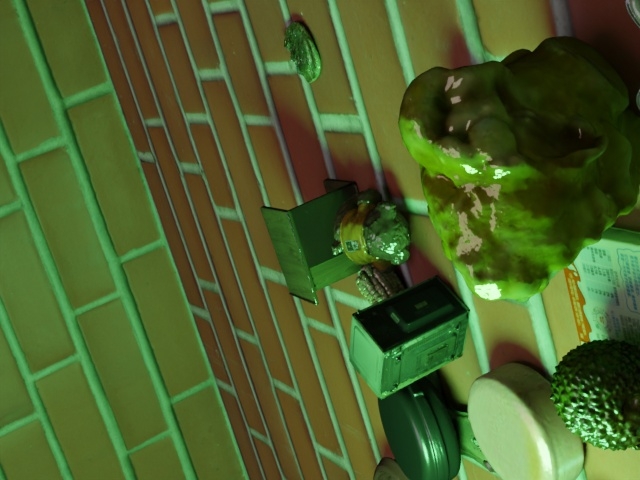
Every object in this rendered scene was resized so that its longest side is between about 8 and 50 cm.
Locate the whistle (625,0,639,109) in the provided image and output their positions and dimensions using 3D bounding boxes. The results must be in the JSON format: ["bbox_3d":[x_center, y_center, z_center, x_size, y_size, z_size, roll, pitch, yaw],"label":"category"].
[{"bbox_3d":[0.414,-0.259,1.198,0.113,0.077,0.236,-2,106,35],"label":"whistle"}]

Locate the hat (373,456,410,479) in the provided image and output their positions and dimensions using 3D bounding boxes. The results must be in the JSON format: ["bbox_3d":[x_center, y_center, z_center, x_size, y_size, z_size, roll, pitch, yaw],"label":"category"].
[{"bbox_3d":[0.207,0.607,2.470,0.205,0.089,0.206,41,142,42],"label":"hat"}]

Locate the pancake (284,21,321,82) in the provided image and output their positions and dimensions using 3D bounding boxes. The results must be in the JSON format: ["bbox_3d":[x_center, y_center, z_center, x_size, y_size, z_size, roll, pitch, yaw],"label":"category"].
[{"bbox_3d":[-0.037,-0.392,2.128,0.130,0.022,0.116,63,155,10],"label":"pancake"}]

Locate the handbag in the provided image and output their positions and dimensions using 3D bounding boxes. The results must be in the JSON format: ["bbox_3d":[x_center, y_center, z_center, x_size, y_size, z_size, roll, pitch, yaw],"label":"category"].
[{"bbox_3d":[0.208,0.396,2.197,0.308,0.093,0.254,164,91,-78],"label":"handbag"}]

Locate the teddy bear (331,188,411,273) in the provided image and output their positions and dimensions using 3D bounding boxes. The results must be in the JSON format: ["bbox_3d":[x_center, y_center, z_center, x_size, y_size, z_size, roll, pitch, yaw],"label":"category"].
[{"bbox_3d":[0.108,-0.013,2.043,0.190,0.140,0.177,-8,101,58],"label":"teddy bear"}]

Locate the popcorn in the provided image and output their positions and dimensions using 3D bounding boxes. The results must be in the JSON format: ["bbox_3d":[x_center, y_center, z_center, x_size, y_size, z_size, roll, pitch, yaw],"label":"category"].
[{"bbox_3d":[0.259,-0.100,1.340,0.292,0.334,0.294,46,127,14],"label":"popcorn"}]

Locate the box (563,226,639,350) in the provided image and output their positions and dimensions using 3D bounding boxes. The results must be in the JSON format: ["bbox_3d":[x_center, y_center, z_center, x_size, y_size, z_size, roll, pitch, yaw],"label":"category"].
[{"bbox_3d":[0.464,0.116,1.476,0.265,0.048,0.274,18,128,61],"label":"box"}]

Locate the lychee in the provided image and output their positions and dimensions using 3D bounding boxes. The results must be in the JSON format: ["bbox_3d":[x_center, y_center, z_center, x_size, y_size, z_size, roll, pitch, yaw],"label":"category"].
[{"bbox_3d":[0.398,0.212,1.452,0.171,0.171,0.171,48,151,37],"label":"lychee"}]

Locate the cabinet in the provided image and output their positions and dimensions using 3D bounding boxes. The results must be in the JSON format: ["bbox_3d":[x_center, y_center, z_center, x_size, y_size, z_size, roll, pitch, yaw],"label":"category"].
[{"bbox_3d":[0.000,0.000,2.228,0.148,0.174,0.215,13,125,63],"label":"cabinet"}]

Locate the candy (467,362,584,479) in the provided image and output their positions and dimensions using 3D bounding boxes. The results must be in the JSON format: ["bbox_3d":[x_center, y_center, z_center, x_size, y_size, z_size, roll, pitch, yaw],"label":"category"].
[{"bbox_3d":[0.364,0.345,1.858,0.255,0.094,0.255,48,151,38],"label":"candy"}]

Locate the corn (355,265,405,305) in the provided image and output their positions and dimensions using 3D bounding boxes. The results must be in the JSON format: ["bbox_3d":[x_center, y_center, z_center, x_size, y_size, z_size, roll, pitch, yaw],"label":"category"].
[{"bbox_3d":[0.152,0.137,2.142,0.211,0.087,0.087,56,156,18],"label":"corn"}]

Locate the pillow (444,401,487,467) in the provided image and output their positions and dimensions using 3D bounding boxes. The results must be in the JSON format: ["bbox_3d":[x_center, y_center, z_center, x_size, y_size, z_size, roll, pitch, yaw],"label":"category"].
[{"bbox_3d":[0.298,0.401,2.137,0.217,0.033,0.130,10,117,66],"label":"pillow"}]

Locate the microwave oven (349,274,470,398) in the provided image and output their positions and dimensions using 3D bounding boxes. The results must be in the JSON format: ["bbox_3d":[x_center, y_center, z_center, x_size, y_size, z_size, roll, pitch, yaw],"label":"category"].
[{"bbox_3d":[0.173,0.189,1.987,0.129,0.204,0.163,50,154,35],"label":"microwave oven"}]

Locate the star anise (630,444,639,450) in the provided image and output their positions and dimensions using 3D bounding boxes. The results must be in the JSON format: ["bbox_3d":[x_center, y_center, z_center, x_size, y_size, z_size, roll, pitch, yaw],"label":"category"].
[{"bbox_3d":[0.477,0.279,1.549,0.190,0.070,0.097,31,173,44],"label":"star anise"}]
